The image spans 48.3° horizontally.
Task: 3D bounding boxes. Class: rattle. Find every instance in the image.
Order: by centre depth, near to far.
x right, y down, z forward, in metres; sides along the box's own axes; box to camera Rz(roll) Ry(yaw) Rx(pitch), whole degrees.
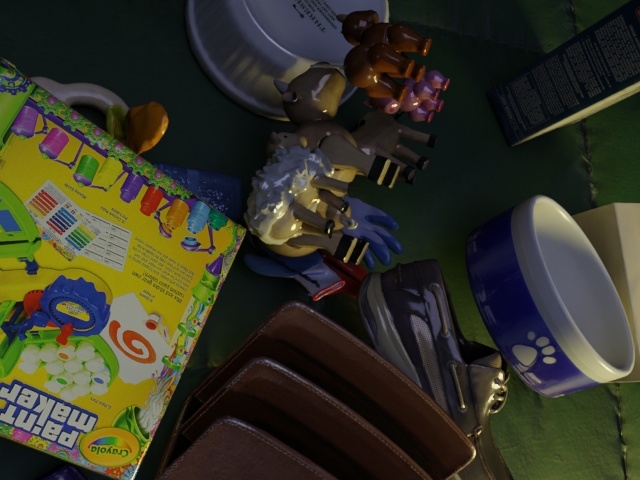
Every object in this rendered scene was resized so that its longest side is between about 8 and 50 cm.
[{"bbox_3d":[-0.289,-0.141,0.790,0.200,0.143,0.130,33,85,-22],"label":"rattle"}]

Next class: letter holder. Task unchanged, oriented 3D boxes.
[{"bbox_3d":[0.015,0.241,0.779,0.302,0.152,0.214,41,108,-12],"label":"letter holder"}]

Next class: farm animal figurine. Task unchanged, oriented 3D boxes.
[{"bbox_3d":[0.015,-0.113,0.860,0.172,0.330,0.326,24,77,16],"label":"farm animal figurine"}]

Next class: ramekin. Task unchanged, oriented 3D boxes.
[{"bbox_3d":[-0.032,-0.306,0.951,0.273,0.127,0.272,6,76,-25],"label":"ramekin"}]

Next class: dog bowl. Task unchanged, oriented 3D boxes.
[{"bbox_3d":[0.316,0.075,0.981,0.265,0.104,0.264,34,40,-35],"label":"dog bowl"}]

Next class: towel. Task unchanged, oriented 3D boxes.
[{"bbox_3d":[-0.158,-0.057,0.890,0.120,0.029,0.067,8,75,-23],"label":"towel"}]

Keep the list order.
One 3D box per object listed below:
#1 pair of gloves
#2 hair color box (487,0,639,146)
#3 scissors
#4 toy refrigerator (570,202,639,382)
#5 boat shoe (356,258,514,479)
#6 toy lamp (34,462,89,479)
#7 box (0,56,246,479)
[{"bbox_3d":[0.000,0.000,0.913,0.198,0.023,0.159,-29,55,-26],"label":"pair of gloves"},{"bbox_3d":[0.425,-0.258,1.035,0.174,0.347,0.105,-22,89,-28],"label":"hair color box"},{"bbox_3d":[0.068,0.081,0.975,0.297,0.021,0.109,44,62,-12],"label":"scissors"},{"bbox_3d":[0.478,0.083,1.122,0.094,0.102,0.269,-1,78,-26],"label":"toy refrigerator"},{"bbox_3d":[0.175,0.184,0.905,0.130,0.132,0.355,-27,99,16],"label":"boat shoe"},{"bbox_3d":[-0.218,0.362,0.740,0.080,0.080,0.274,-29,93,-28],"label":"toy lamp"},{"bbox_3d":[-0.275,0.040,0.686,0.290,0.177,0.279,38,64,-33],"label":"box"}]
